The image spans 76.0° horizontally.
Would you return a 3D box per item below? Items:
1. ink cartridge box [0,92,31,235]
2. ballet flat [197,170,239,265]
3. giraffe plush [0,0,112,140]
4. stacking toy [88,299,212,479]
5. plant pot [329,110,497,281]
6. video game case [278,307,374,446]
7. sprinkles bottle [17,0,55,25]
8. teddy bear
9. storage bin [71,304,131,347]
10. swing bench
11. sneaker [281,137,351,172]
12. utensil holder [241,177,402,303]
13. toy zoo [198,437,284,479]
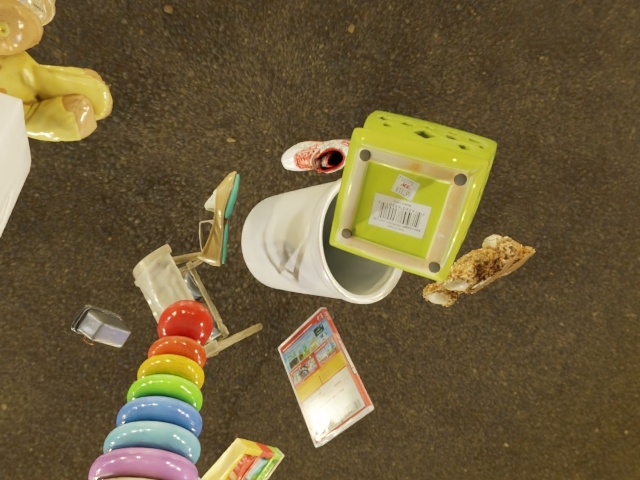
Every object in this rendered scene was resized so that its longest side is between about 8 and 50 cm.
[{"bbox_3d":[-0.357,-0.058,0.290,0.219,0.092,0.160,14,57,-26],"label":"ink cartridge box"},{"bbox_3d":[-0.246,-0.053,0.969,0.073,0.080,0.232,11,97,-4],"label":"ballet flat"},{"bbox_3d":[-0.389,-0.222,0.500,0.210,0.181,0.170,-21,133,-23],"label":"giraffe plush"},{"bbox_3d":[-0.223,0.227,0.607,0.141,0.330,0.141,0,133,0],"label":"stacking toy"},{"bbox_3d":[0.143,-0.072,0.673,0.228,0.207,0.227,18,115,13],"label":"plant pot"},{"bbox_3d":[0.002,0.349,1.063,0.025,0.285,0.204,14,129,-45],"label":"video game case"},{"bbox_3d":[-0.631,-0.638,0.898,0.121,0.121,0.355,-7,67,-3],"label":"sprinkles bottle"},{"bbox_3d":[0.423,0.069,1.122,0.338,0.245,0.113,-28,66,-10],"label":"teddy bear"},{"bbox_3d":[-0.627,0.261,1.182,0.098,0.091,0.135,-60,146,-12],"label":"storage bin"},{"bbox_3d":[-0.310,0.160,0.997,0.165,0.255,0.253,-31,80,12],"label":"swing bench"},{"bbox_3d":[-0.025,-0.264,1.311,0.270,0.145,0.090,-5,113,21],"label":"sneaker"},{"bbox_3d":[0.000,0.000,1.178,0.328,0.385,0.327,1,88,-39],"label":"utensil holder"},{"bbox_3d":[-0.187,0.510,0.849,0.030,0.293,0.192,31,71,28],"label":"toy zoo"}]
